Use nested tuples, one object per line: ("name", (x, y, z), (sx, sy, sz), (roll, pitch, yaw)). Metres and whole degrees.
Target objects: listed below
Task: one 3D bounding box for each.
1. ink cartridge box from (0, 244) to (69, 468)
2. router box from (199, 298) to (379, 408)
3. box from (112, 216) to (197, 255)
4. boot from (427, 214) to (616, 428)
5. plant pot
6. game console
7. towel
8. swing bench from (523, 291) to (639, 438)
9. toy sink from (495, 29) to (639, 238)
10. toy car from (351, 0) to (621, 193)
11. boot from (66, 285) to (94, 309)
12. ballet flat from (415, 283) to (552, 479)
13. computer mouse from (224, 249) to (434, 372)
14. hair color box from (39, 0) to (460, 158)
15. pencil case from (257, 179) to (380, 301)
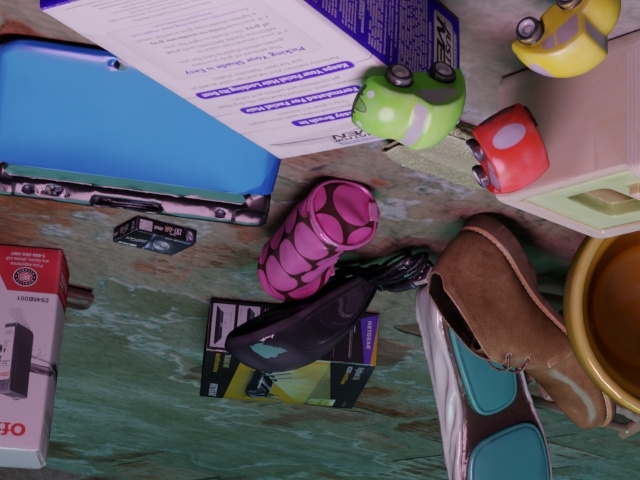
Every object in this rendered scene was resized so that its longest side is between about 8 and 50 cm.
("ink cartridge box", (-0.442, 0.148, 2.189), (0.197, 0.272, 0.114), (5, 163, -3))
("router box", (-0.052, 0.173, 2.494), (0.243, 0.081, 0.309), (5, 162, -4))
("box", (-0.204, -0.005, 2.074), (0.083, 0.018, 0.067), (15, 159, -30))
("boot", (0.230, 0.122, 1.967), (0.305, 0.115, 0.112), (52, 152, -17))
("plant pot", (0.388, 0.071, 1.861), (0.254, 0.254, 0.239), (4, 179, 1))
("game console", (-0.188, -0.120, 1.702), (0.293, 0.173, 0.250), (8, -167, -10))
("towel", (0.147, -0.086, 1.733), (0.148, 0.027, 0.110), (16, 159, -34))
("swing bench", (0.397, 0.138, 2.151), (0.253, 0.165, 0.255), (18, 158, -33))
("toy sink", (0.293, -0.092, 1.510), (0.153, 0.131, 0.234), (19, 157, -39))
("toy car", (0.129, -0.108, 1.370), (0.225, 0.053, 0.239), (-9, 140, -32))
("boot", (-0.384, 0.081, 2.366), (0.114, 0.037, 0.106), (12, 163, -36))
("ballet flat", (0.198, 0.219, 2.107), (0.139, 0.400, 0.139), (-11, -165, 3))
("computer mouse", (0.004, 0.098, 2.040), (0.272, 0.072, 0.188), (-27, -170, -39))
("hair color box", (-0.044, -0.180, 1.352), (0.185, 0.110, 0.339), (-9, 156, 30))
("pencil case", (0.000, 0.000, 1.931), (0.098, 0.095, 0.209), (7, 160, -17))
